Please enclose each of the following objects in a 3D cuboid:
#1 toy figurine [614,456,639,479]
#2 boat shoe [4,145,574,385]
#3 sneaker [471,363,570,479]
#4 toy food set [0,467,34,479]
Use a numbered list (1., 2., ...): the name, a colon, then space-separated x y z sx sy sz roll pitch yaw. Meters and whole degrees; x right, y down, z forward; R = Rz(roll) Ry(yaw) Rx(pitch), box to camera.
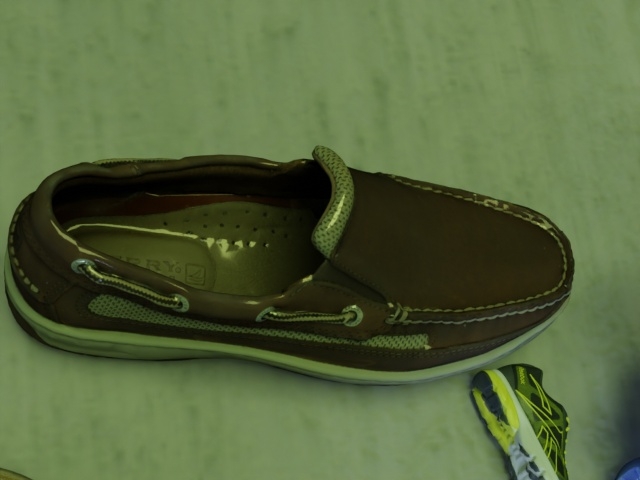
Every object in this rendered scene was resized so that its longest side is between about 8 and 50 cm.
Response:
1. toy figurine: 0.248 0.100 0.522 0.217 0.191 0.362 -26 99 13
2. boat shoe: 0.001 0.007 0.475 0.257 0.095 0.095 -2 63 -18
3. sneaker: 0.102 0.092 0.514 0.035 0.031 0.083 -19 76 -24
4. toy food set: -0.139 0.149 0.414 0.192 0.038 0.132 10 65 -13
